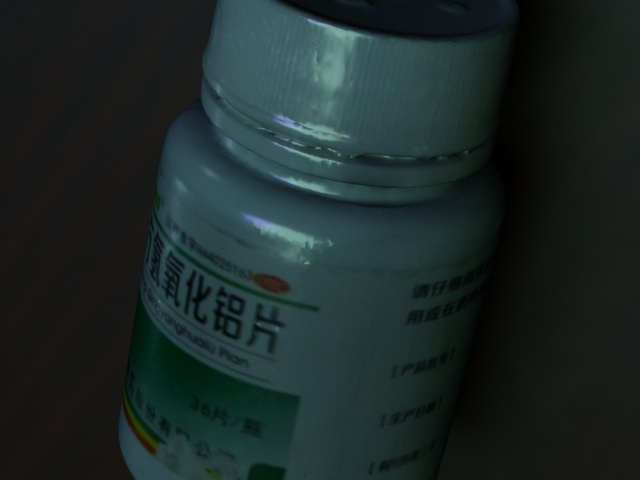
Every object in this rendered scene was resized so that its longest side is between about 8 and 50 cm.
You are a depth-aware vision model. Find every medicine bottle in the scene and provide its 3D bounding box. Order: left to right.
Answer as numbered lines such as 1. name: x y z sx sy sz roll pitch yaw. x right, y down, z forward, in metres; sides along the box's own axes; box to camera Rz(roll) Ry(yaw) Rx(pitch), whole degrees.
1. medicine bottle: 0.000 0.000 0.426 0.080 0.080 0.130 20 119 17
